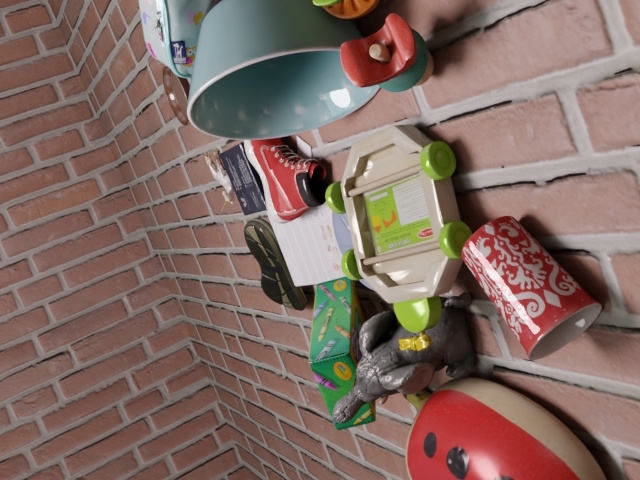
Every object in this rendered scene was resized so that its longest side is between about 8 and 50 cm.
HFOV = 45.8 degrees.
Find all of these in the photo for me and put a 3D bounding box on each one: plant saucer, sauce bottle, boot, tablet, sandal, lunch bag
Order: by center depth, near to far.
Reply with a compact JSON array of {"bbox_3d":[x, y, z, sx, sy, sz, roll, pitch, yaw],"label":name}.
[{"bbox_3d":[-0.169,-0.409,1.270,0.108,0.279,0.224,44,147,33],"label":"lunch bag"},{"bbox_3d":[0.189,0.307,1.510,0.128,0.042,0.042,33,141,49],"label":"sauce bottle"},{"bbox_3d":[-0.063,-0.172,1.534,0.176,0.088,0.244,-26,83,53],"label":"boot"},{"bbox_3d":[-0.033,-0.170,1.563,0.054,0.006,0.083,44,149,41],"label":"tablet"},{"bbox_3d":[-0.089,0.058,1.805,0.120,0.086,0.302,15,138,32],"label":"sandal"},{"bbox_3d":[-0.382,-0.396,2.064,0.168,0.029,0.168,48,152,36],"label":"plant saucer"}]

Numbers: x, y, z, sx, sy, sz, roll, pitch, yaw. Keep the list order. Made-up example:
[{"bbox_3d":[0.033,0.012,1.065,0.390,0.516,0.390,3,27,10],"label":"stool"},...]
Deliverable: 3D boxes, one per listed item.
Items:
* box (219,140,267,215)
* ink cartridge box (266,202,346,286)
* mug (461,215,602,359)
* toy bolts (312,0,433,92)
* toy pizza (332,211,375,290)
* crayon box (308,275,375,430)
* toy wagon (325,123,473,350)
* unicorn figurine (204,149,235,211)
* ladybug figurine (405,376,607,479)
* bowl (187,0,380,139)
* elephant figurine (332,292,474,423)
[{"bbox_3d":[-0.138,-0.148,1.699,0.158,0.093,0.156,-7,107,65],"label":"box"},{"bbox_3d":[0.000,0.000,1.633,0.232,0.066,0.189,-11,103,45],"label":"ink cartridge box"},{"bbox_3d":[0.269,0.069,1.021,0.169,0.113,0.150,56,154,29],"label":"mug"},{"bbox_3d":[0.106,-0.318,1.023,0.218,0.158,0.228,-19,84,27],"label":"toy bolts"},{"bbox_3d":[0.086,0.003,1.445,0.201,0.032,0.201,49,153,36],"label":"toy pizza"},{"bbox_3d":[0.047,0.210,1.480,0.278,0.081,0.165,-83,-24,-63],"label":"crayon box"},{"bbox_3d":[0.129,0.000,1.194,0.267,0.068,0.344,-17,85,55],"label":"toy wagon"},{"bbox_3d":[-0.258,-0.168,1.999,0.162,0.060,0.111,-119,17,-55],"label":"unicorn figurine"},{"bbox_3d":[0.281,0.385,1.237,0.449,0.162,0.305,-10,104,66],"label":"ladybug figurine"},{"bbox_3d":[-0.070,-0.293,1.192,0.311,0.312,0.163,137,122,-66],"label":"bowl"},{"bbox_3d":[0.132,0.201,1.274,0.169,0.239,0.186,15,126,62],"label":"elephant figurine"}]
